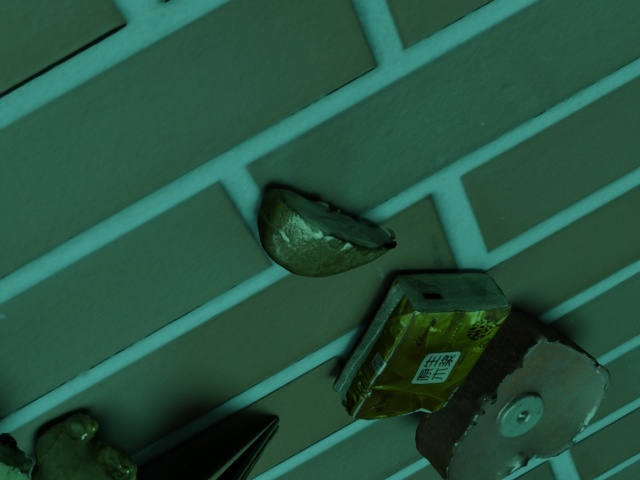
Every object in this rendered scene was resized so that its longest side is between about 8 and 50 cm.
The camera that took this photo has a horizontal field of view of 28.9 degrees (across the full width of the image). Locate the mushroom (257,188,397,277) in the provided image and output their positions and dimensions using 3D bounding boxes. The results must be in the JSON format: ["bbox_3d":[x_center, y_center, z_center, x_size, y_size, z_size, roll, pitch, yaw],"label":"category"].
[{"bbox_3d":[0.001,0.002,1.500,0.094,0.072,0.210,-39,143,26],"label":"mushroom"}]

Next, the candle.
[{"bbox_3d":[0.287,0.228,1.908,0.317,0.131,0.287,-25,137,-22],"label":"candle"}]

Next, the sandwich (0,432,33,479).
[{"bbox_3d":[-0.473,0.308,1.434,0.262,0.131,0.325,-42,153,-6],"label":"sandwich"}]

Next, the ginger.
[{"bbox_3d":[-0.280,0.327,1.594,0.137,0.213,0.074,-42,171,28],"label":"ginger"}]

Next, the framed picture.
[{"bbox_3d":[-0.152,0.358,1.703,0.217,0.017,0.274,-46,180,17],"label":"framed picture"}]

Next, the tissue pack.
[{"bbox_3d":[0.139,0.148,1.743,0.183,0.092,0.226,1,131,-33],"label":"tissue pack"}]
